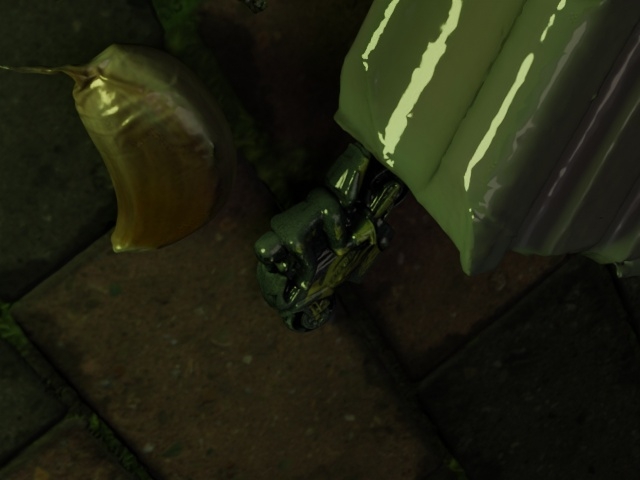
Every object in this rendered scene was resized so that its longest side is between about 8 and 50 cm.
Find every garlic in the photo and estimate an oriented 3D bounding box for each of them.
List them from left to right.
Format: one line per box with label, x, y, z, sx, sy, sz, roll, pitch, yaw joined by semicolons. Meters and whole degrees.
garlic;-0.138;-0.083;1.001;0.129;0.090;0.198;-27;133;-1

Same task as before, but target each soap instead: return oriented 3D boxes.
soap;0.244;-0.203;1.008;0.350;0.213;0.435;4;123;-41

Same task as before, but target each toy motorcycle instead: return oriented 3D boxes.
toy motorcycle;0.000;0.000;1.147;0.124;0.061;0.193;12;118;-43

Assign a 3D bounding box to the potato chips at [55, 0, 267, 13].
potato chips;-0.112;-0.249;0.958;0.220;0.029;0.202;-19;124;-25
